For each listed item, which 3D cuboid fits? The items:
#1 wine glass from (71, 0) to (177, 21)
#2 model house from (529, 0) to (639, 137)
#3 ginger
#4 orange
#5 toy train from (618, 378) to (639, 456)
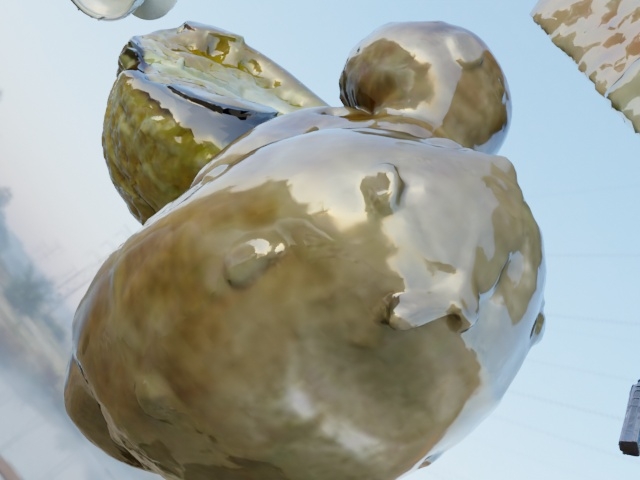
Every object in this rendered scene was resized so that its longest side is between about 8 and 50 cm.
[{"bbox_3d":[-0.352,-0.475,1.696,0.165,0.165,0.196,52,18,1],"label":"wine glass"},{"bbox_3d":[0.294,-0.103,0.412,0.245,0.280,0.312,33,23,-27],"label":"model house"},{"bbox_3d":[0.000,0.000,0.463,0.155,0.245,0.304,42,29,-14],"label":"ginger"},{"bbox_3d":[-0.102,-0.091,1.010,0.368,0.271,0.210,-115,-141,-63],"label":"orange"},{"bbox_3d":[0.250,0.136,0.738,0.017,0.083,0.017,-6,-62,31],"label":"toy train"}]
